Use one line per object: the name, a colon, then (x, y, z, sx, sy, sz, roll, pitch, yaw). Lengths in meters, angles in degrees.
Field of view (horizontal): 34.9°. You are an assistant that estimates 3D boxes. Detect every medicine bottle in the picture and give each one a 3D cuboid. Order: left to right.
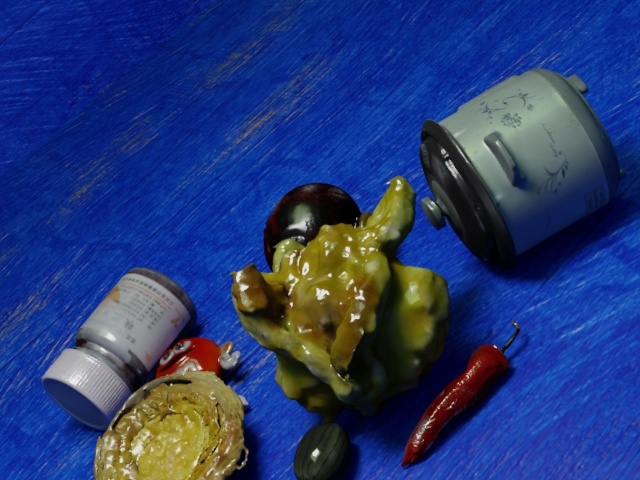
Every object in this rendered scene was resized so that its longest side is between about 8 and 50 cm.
medicine bottle: (-0.359, 0.192, 1.840, 0.165, 0.165, 0.273, -1, 42, 43)

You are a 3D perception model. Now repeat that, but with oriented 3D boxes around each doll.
doll: (-0.213, 0.234, 1.729, 0.183, 0.085, 0.217, -30, 39, 7)

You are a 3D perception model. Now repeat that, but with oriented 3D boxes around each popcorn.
popcorn: (0.041, 0.098, 1.501, 0.321, 0.290, 0.326, -35, 33, -24)

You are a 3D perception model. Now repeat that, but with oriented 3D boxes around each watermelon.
watermelon: (0.004, 0.303, 1.433, 0.078, 0.078, 0.110, -13, 35, 30)

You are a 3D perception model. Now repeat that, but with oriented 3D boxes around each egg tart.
egg tart: (-0.215, 0.332, 1.563, 0.291, 0.107, 0.290, -17, 45, 18)

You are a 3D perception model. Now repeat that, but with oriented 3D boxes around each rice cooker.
rice cooker: (0.294, -0.109, 1.583, 0.317, 0.264, 0.316, -29, -10, -6)

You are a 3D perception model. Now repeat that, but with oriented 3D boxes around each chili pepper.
chili pepper: (0.197, 0.208, 1.416, 0.268, 0.050, 0.059, -44, 48, -16)

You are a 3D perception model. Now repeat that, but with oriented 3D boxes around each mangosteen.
mangosteen: (0.000, 0.000, 1.767, 0.210, 0.210, 0.210, -24, 31, 16)
